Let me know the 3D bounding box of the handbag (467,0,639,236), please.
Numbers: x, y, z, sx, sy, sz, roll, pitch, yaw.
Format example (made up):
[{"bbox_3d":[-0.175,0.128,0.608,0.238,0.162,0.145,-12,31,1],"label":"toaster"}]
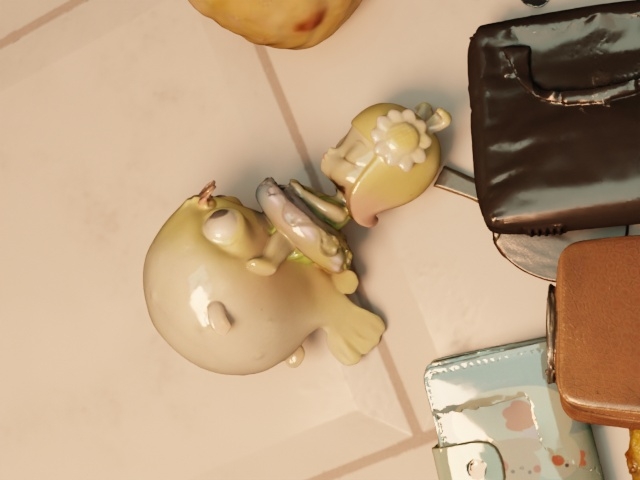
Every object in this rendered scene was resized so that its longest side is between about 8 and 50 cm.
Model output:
[{"bbox_3d":[0.296,-0.129,1.247,0.275,0.088,0.244,-7,79,19],"label":"handbag"}]

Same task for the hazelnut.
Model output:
[{"bbox_3d":[-0.064,-0.333,1.331,0.241,0.261,0.261,-38,75,47],"label":"hazelnut"}]

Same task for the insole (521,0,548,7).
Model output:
[{"bbox_3d":[0.270,-0.325,1.310,0.053,0.002,0.152,33,99,17],"label":"insole"}]

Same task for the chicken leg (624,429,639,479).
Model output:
[{"bbox_3d":[0.422,0.244,1.204,0.251,0.087,0.107,23,92,15],"label":"chicken leg"}]

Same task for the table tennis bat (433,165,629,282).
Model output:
[{"bbox_3d":[0.230,-0.033,1.309,0.220,0.019,0.130,23,95,16],"label":"table tennis bat"}]

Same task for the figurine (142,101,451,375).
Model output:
[{"bbox_3d":[0.000,0.000,1.328,0.394,0.226,0.274,-44,107,2],"label":"figurine"}]

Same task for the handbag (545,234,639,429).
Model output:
[{"bbox_3d":[0.303,0.091,1.208,0.151,0.072,0.193,2,67,15],"label":"handbag"}]

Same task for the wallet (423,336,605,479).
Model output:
[{"bbox_3d":[0.213,0.237,1.282,0.176,0.075,0.250,-14,84,13],"label":"wallet"}]
